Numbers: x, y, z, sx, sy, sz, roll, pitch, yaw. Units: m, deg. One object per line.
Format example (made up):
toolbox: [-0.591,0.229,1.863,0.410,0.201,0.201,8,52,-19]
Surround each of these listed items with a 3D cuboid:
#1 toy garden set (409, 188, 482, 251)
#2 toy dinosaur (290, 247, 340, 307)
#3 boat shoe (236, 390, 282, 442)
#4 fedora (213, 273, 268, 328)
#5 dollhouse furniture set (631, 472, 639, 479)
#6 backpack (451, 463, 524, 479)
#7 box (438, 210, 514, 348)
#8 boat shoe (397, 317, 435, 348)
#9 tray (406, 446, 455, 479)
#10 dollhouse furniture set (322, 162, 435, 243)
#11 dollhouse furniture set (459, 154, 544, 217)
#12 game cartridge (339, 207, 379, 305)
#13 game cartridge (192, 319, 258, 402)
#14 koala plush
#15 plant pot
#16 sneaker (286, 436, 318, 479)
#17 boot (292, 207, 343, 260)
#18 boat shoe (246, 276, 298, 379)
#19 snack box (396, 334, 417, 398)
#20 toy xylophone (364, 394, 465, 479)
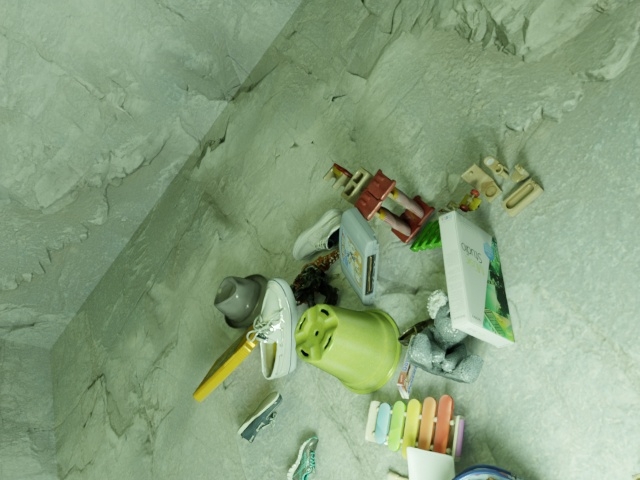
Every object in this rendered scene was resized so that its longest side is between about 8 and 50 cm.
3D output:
toy garden set: [0.385,-0.048,1.754,0.204,0.049,0.244,-53,6,-10]
toy dinosaur: [-0.034,0.146,2.086,0.218,0.164,0.322,-116,44,-60]
boat shoe: [-0.201,0.624,2.032,0.254,0.079,0.095,-49,1,23]
fedora: [-0.341,0.227,2.351,0.275,0.124,0.244,0,63,55]
dollhouse furniture set: [0.714,0.533,1.101,0.161,0.101,0.182,-28,51,35]
backpack: [0.375,0.628,1.289,0.276,0.263,0.213,-54,25,10]
box: [0.417,0.105,1.550,0.058,0.232,0.322,-24,54,38]
boat shoe: [0.297,0.272,1.728,0.152,0.049,0.056,-41,44,23]
tray: [0.294,0.664,1.469,0.145,0.030,0.270,-6,89,45]
dollhouse furniture set: [0.190,-0.164,1.976,0.152,0.201,0.374,-55,34,11]
dollhouse furniture set: [0.520,-0.165,1.669,0.144,0.123,0.151,-44,43,21]
game cartridge: [0.121,0.049,1.886,0.198,0.062,0.297,53,155,41]
game cartridge: [-0.325,0.431,2.185,0.324,0.052,0.285,-48,4,18]
koala plush: [0.347,0.256,1.587,0.203,0.196,0.221,96,-164,-76]
plant pot: [0.066,0.313,1.795,0.276,0.254,0.276,-25,53,37]
sneaker: [-0.038,0.710,1.855,0.076,0.065,0.167,28,94,34]
boot: [0.000,0.000,2.156,0.258,0.095,0.123,-49,35,15]
boat shoe: [-0.178,0.314,2.004,0.135,0.156,0.367,18,114,42]
snack box: [0.257,0.359,1.658,0.022,0.064,0.178,-1,41,28]
toy xylophone: [0.265,0.550,1.589,0.322,0.081,0.236,-16,59,42]
